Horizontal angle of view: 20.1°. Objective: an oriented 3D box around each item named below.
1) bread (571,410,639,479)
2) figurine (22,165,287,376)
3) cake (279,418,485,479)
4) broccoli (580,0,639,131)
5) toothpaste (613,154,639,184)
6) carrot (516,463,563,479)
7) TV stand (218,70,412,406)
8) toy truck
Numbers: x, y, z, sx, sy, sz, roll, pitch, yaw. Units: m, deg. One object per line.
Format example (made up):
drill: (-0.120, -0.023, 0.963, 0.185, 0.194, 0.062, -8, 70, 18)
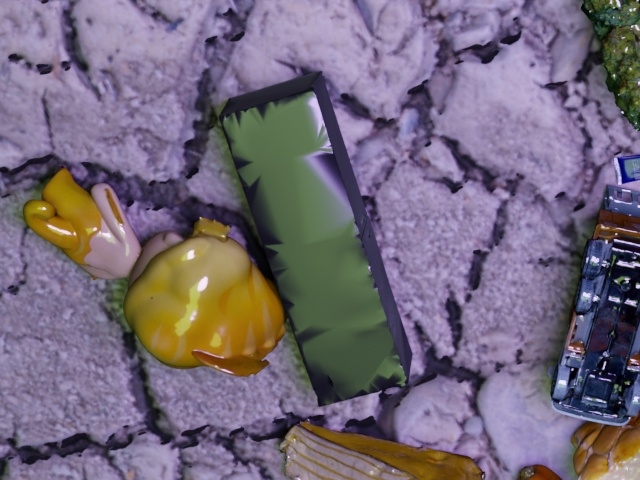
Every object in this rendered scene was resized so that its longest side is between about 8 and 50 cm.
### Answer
bread: (0.303, 0.156, 1.532, 0.188, 0.125, 0.068, -35, 100, 14)
figurine: (-0.138, 0.030, 1.548, 0.246, 0.131, 0.156, 30, 131, 10)
cake: (0.051, 0.221, 1.586, 0.185, 0.116, 0.079, 14, 108, -4)
broccoli: (0.320, -0.193, 1.366, 0.269, 0.269, 0.254, 17, 81, 0)
toothpaste: (0.292, -0.065, 1.531, 0.083, 0.015, 0.024, -8, 97, 13)
carrot: (0.261, 0.292, 1.620, 0.043, 0.043, 0.248, -41, 100, 14)
TV stand: (0.000, 0.000, 1.542, 0.088, 0.083, 0.269, -17, 104, 9)
toy truck: (0.246, 0.056, 1.516, 0.080, 0.115, 0.177, 13, 114, 1)
